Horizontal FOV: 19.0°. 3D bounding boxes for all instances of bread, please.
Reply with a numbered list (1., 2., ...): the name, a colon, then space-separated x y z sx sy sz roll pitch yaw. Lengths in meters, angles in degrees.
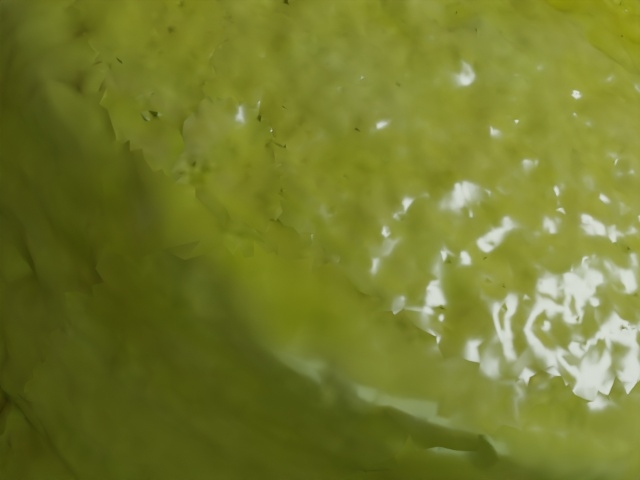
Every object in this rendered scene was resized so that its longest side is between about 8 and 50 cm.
1. bread: 0.000 0.000 0.724 0.348 0.348 0.308 19 134 -21
